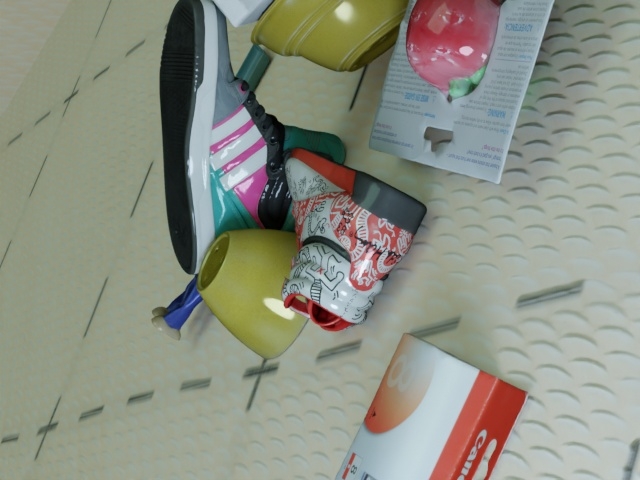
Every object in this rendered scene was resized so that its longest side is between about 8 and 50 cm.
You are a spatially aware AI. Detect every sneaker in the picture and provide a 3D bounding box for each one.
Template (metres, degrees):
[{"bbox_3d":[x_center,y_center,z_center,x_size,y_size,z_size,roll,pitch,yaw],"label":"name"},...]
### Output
[{"bbox_3d":[-0.065,-0.115,1.885,0.124,0.178,0.295,-139,44,-57],"label":"sneaker"},{"bbox_3d":[-0.001,0.000,1.728,0.145,0.090,0.270,-61,22,-1],"label":"sneaker"}]

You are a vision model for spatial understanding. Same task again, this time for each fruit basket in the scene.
[{"bbox_3d":[0.155,-0.232,1.600,0.327,0.165,0.353,-158,79,-70],"label":"fruit basket"}]

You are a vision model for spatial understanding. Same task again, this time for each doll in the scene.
[{"bbox_3d":[-0.121,0.026,2.057,0.189,0.046,0.129,-54,12,9],"label":"doll"}]

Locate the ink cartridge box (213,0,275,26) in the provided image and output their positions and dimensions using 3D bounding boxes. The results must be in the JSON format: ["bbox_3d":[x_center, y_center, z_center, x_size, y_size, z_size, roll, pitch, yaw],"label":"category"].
[{"bbox_3d":[0.046,-0.344,1.843,0.261,0.066,0.296,-43,-7,34],"label":"ink cartridge box"}]

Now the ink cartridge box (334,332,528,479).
[{"bbox_3d":[0.080,0.158,1.402,0.145,0.045,0.179,-65,17,-1],"label":"ink cartridge box"}]

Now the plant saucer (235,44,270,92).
[{"bbox_3d":[-0.119,-0.163,2.329,0.192,0.018,0.067,-61,20,9],"label":"plant saucer"}]

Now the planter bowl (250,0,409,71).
[{"bbox_3d":[0.040,-0.237,1.864,0.217,0.090,0.217,-36,-6,-4],"label":"planter bowl"}]

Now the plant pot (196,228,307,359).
[{"bbox_3d":[-0.068,0.040,1.836,0.134,0.095,0.134,-50,25,32],"label":"plant pot"}]
